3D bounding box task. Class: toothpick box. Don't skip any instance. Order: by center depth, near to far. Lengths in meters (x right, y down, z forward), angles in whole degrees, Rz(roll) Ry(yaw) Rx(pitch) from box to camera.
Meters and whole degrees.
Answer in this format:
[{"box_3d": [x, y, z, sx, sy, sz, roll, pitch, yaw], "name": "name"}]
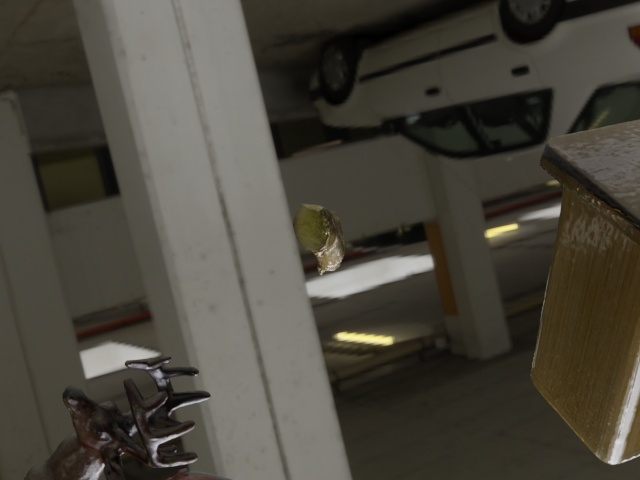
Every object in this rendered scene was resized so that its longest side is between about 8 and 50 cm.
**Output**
[{"box_3d": [0.326, 0.055, 0.934, 0.190, 0.308, 0.187, -16, -140, -21], "name": "toothpick box"}]

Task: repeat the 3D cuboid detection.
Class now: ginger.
[{"box_3d": [0.001, -0.006, 0.956, 0.044, 0.057, 0.137, -23, 161, 4], "name": "ginger"}]

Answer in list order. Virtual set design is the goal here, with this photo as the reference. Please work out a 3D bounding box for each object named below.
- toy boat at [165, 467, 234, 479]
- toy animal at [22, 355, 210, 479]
[{"box_3d": [-0.089, 0.254, 0.857, 0.172, 0.069, 0.059, 8, 174, 24], "name": "toy boat"}, {"box_3d": [-0.188, 0.217, 0.715, 0.260, 0.244, 0.087, -11, -173, 15], "name": "toy animal"}]
